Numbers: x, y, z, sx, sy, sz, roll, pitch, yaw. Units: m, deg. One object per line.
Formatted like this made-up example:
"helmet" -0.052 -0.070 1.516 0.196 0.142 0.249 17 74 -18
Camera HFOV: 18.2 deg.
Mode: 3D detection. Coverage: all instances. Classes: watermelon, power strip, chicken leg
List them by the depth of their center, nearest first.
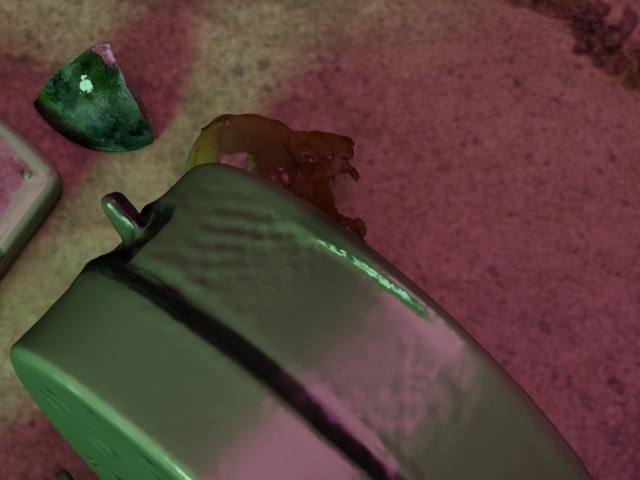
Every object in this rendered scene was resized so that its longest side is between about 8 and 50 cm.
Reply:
"power strip" -0.014 0.119 1.126 0.357 0.357 0.161 42 76 9
"chicken leg" -0.003 0.002 1.284 0.101 0.085 0.207 -28 69 -35
"watermelon" -0.144 -0.097 1.340 0.085 0.085 0.061 10 45 0

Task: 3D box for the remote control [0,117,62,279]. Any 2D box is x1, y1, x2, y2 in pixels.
"remote control" -0.314 0.053 1.282 0.145 0.050 0.344 34 76 7

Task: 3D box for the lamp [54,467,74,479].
"lamp" -0.094 0.215 1.248 0.056 0.050 0.198 -37 81 -8
